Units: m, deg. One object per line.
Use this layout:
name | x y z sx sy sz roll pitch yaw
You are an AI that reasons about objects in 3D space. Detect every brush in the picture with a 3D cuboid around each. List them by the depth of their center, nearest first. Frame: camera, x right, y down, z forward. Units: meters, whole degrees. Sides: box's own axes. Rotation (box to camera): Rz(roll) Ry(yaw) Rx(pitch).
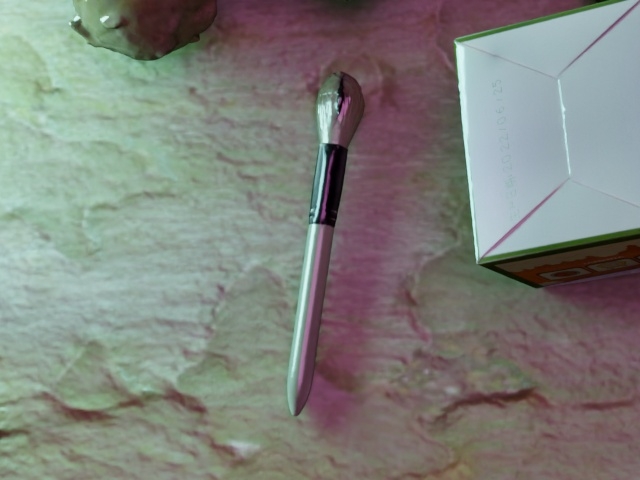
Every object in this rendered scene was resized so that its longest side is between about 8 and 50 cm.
brush | 0.000 0.000 1.609 0.042 0.039 0.299 -4 73 41

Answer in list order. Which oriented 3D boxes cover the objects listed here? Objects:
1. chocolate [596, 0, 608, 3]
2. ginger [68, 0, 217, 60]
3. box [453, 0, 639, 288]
chocolate | 0.351 -0.226 1.641 0.248 0.110 0.110 2 76 -4
ginger | -0.077 -0.284 1.615 0.304 0.155 0.244 -12 75 -4
box | 0.224 -0.076 1.555 0.177 0.148 0.195 -12 75 27
